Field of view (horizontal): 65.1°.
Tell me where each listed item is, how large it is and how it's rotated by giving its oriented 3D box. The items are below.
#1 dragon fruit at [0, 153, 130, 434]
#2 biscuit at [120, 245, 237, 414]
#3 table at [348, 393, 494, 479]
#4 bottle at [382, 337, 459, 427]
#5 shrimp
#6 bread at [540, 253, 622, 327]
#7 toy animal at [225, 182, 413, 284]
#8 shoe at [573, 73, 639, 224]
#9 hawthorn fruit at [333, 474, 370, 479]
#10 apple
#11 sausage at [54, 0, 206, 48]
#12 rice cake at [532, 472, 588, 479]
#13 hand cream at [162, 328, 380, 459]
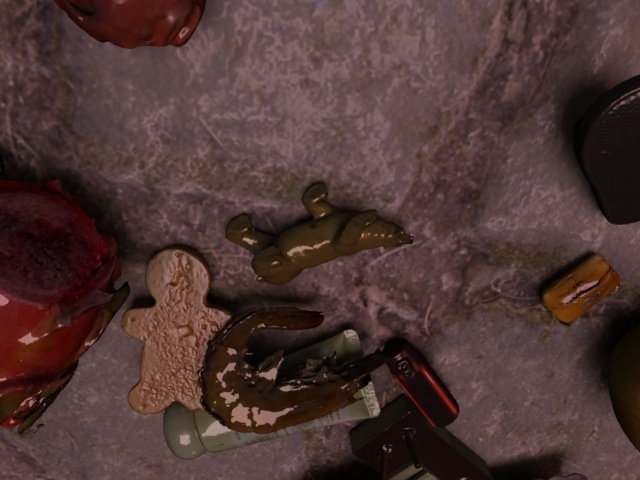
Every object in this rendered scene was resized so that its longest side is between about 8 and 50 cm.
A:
[{"bbox_3d":[-0.374,0.074,0.551,0.291,0.250,0.269,-36,110,30],"label":"dragon fruit"},{"bbox_3d":[-0.188,0.122,0.672,0.153,0.030,0.234,-1,101,-3],"label":"biscuit"},{"bbox_3d":[0.175,0.382,0.817,0.121,0.111,0.240,-41,113,15],"label":"table"},{"bbox_3d":[0.150,0.214,0.759,0.060,0.060,0.164,-32,114,11],"label":"bottle"},{"bbox_3d":[-0.039,0.161,0.670,0.253,0.058,0.173,-19,94,-13],"label":"shrimp"},{"bbox_3d":[0.367,0.072,0.710,0.106,0.053,0.072,-40,117,9],"label":"bread"},{"bbox_3d":[0.000,0.000,0.631,0.219,0.103,0.101,-23,135,5],"label":"toy animal"},{"bbox_3d":[0.362,-0.115,0.603,0.108,0.093,0.241,-19,140,23],"label":"shoe"},{"bbox_3d":[0.059,0.495,0.816,0.215,0.215,0.249,13,120,-11],"label":"hawthorn fruit"},{"bbox_3d":[0.543,0.212,0.717,0.261,0.194,0.260,-3,119,-5],"label":"apple"},{"bbox_3d":[-0.179,-0.305,0.419,0.152,0.152,0.279,-7,118,-1],"label":"sausage"},{"bbox_3d":[0.377,0.486,0.907,0.189,0.037,0.198,-15,131,4],"label":"rice cake"},{"bbox_3d":[-0.075,0.236,0.734,0.306,0.093,0.147,-16,102,2],"label":"hand cream"}]
